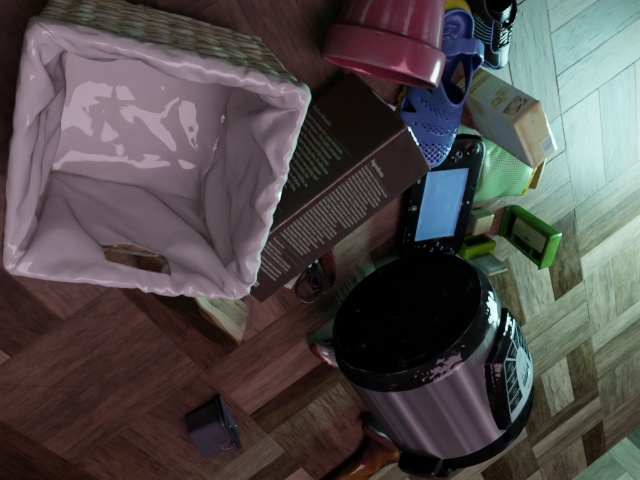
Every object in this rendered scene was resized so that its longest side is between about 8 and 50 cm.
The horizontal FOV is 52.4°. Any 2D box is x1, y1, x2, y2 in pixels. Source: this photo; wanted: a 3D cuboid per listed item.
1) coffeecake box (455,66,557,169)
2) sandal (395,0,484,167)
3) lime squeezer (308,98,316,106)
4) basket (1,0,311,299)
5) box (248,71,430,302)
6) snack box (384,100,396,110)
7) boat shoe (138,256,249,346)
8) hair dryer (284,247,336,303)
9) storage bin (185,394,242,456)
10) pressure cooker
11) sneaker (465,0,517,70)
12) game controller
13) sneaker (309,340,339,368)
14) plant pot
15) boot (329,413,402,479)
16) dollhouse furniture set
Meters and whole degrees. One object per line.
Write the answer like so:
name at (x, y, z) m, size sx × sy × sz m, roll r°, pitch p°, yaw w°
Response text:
coffeecake box at (0.364, -0.244, 1.285) m, size 0.068 × 0.185 × 0.142 m, roll -42°, pitch 135°, yaw 2°
sandal at (0.220, -0.272, 1.195) m, size 0.126 × 0.138 × 0.318 m, roll -4°, pitch 125°, yaw -12°
lime squeezer at (-0.140, -0.182, 1.098) m, size 0.310 × 0.059 × 0.110 m, roll -35°, pitch 134°, yaw -7°
basket at (-0.233, -0.130, 0.890) m, size 0.328 × 0.266 × 0.332 m, roll 9°, pitch 117°, yaw -22°
box at (-0.025, -0.093, 1.127) m, size 0.381 × 0.191 × 0.143 m, roll -38°, pitch 140°, yaw 5°
snack box at (0.079, -0.189, 1.257) m, size 0.064 × 0.022 × 0.178 m, roll 10°, pitch 117°, yaw -36°
boat shoe at (-0.229, 0.092, 1.228) m, size 0.302 × 0.109 × 0.098 m, roll 54°, pitch 47°, yaw -44°
hair dryer at (0.000, 0.000, 1.334) m, size 0.293 × 0.080 × 0.223 m, roll -49°, pitch 150°, yaw 16°
storage bin at (-0.243, 0.436, 1.479) m, size 0.091 × 0.098 × 0.135 m, roll -21°, pitch 133°, yaw -4°
pressure cooker at (0.264, 0.278, 1.430) m, size 0.369 × 0.376 × 0.421 m, roll -30°, pitch 121°, yaw 2°
sneaker at (0.322, -0.402, 1.205) m, size 0.081 × 0.090 × 0.232 m, roll -37°, pitch 134°, yaw -3°
game controller at (0.258, -0.084, 1.422) m, size 0.166 × 0.067 × 0.319 m, roll -13°, pitch 128°, yaw -24°
sneaker at (0.068, 0.250, 1.553) m, size 0.225 × 0.088 × 0.093 m, roll 8°, pitch 101°, yaw -39°
plant pot at (0.118, -0.358, 1.049) m, size 0.201 × 0.201 × 0.180 m, roll 8°, pitch 103°, yaw -36°
boot at (0.108, 0.626, 1.872) m, size 0.280 × 0.096 × 0.264 m, roll -39°, pitch 143°, yaw 8°
dollhouse furniture set at (0.443, -0.080, 1.484) m, size 0.197 × 0.151 × 0.302 m, roll -13°, pitch 129°, yaw -24°
